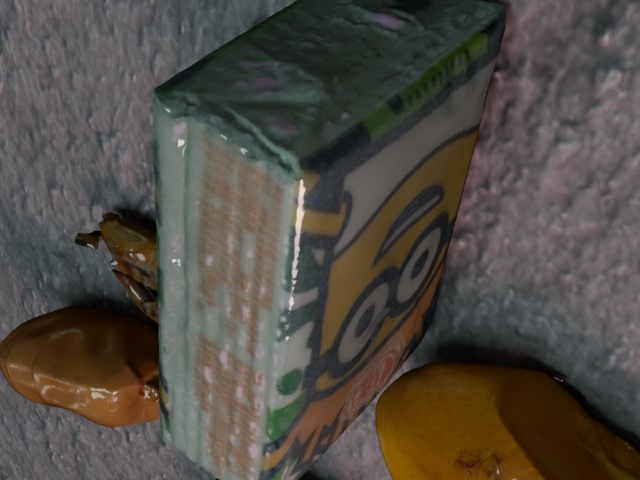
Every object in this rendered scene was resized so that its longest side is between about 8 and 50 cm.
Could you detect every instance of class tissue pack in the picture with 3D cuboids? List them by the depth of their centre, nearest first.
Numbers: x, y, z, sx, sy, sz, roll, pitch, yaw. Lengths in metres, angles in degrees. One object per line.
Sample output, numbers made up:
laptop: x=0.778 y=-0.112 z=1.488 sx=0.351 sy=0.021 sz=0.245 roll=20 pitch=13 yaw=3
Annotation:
tissue pack: x=0.000 y=0.000 z=0.623 sx=0.128 sy=0.228 sz=0.311 roll=29 pitch=136 yaw=23

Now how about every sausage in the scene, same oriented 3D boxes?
sausage: x=-0.258 y=0.141 z=1.044 sx=0.241 sy=0.136 sz=0.120 roll=6 pitch=117 yaw=35

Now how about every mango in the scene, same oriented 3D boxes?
mango: x=0.147 y=0.182 z=0.704 sx=0.252 sy=0.126 sz=0.154 roll=28 pitch=124 yaw=26

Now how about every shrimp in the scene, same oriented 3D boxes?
shrimp: x=-0.177 y=0.044 z=0.948 sx=0.187 sy=0.051 sz=0.132 roll=40 pitch=134 yaw=15

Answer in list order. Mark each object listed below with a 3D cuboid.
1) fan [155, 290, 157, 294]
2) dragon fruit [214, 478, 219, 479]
fan: x=-0.156 y=0.053 z=0.977 sx=0.060 sy=0.003 sz=0.080 roll=35 pitch=137 yaw=19
dragon fruit: x=-0.032 y=0.368 z=1.003 sx=0.268 sy=0.130 sz=0.295 roll=45 pitch=140 yaw=6
